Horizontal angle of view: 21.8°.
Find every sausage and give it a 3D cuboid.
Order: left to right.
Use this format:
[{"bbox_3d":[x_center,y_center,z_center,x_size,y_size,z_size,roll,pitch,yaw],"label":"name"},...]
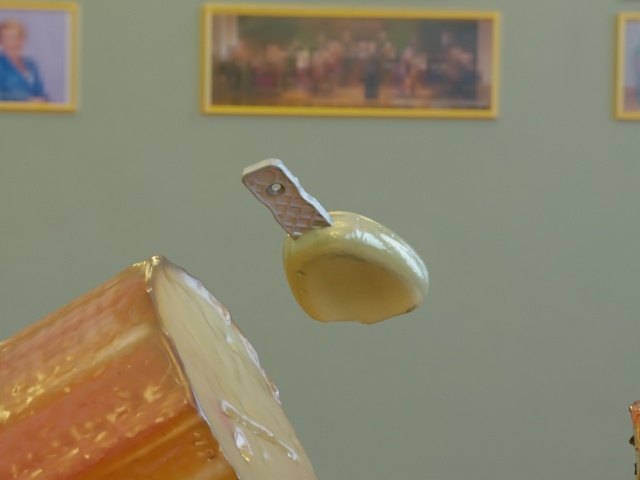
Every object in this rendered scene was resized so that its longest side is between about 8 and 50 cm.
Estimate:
[{"bbox_3d":[-0.168,0.172,1.082,0.287,0.233,0.233,-29,-1,8],"label":"sausage"}]

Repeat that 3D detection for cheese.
[{"bbox_3d":[0.000,0.000,1.546,0.127,0.050,0.255,-21,-40,21],"label":"cheese"}]

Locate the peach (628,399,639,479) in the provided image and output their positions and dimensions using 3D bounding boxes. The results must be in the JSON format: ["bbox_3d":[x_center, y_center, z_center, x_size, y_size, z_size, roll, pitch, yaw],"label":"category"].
[{"bbox_3d":[0.293,0.190,1.264,0.118,0.151,0.151,-12,-2,19],"label":"peach"}]
